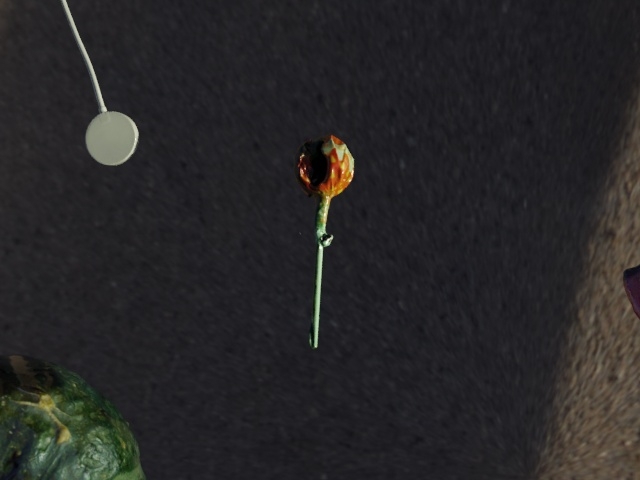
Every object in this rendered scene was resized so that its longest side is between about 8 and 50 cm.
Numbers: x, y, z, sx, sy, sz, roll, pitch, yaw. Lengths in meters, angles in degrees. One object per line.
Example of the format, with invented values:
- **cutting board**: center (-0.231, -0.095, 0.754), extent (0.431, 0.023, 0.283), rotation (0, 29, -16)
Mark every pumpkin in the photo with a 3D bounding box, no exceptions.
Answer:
- **pumpkin**: center (-0.272, 0.175, 1.018), extent (0.293, 0.263, 0.196), rotation (4, 79, -19)

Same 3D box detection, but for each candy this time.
- **candy**: center (0.000, 0.000, 1.170), extent (0.049, 0.056, 0.184), rotation (11, 76, -34)

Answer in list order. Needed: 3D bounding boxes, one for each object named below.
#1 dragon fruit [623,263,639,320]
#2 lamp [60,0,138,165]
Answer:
- **dragon fruit**: center (0.276, 0.065, 0.663), extent (0.163, 0.262, 0.189), rotation (-9, 71, 40)
- **lamp**: center (-0.212, -0.161, 1.296), extent (0.050, 0.056, 0.198), rotation (-21, 81, 11)
